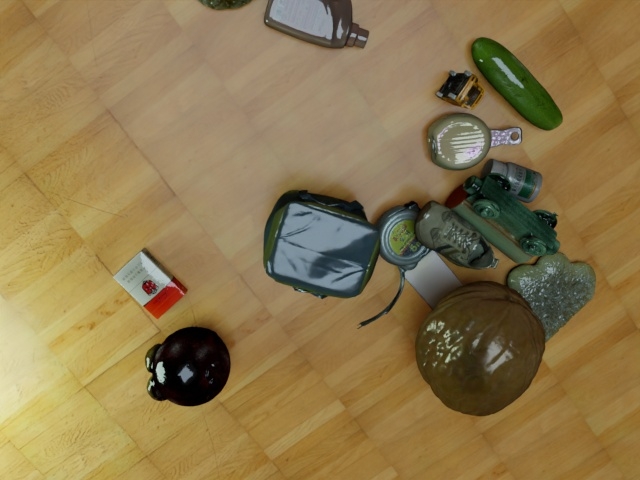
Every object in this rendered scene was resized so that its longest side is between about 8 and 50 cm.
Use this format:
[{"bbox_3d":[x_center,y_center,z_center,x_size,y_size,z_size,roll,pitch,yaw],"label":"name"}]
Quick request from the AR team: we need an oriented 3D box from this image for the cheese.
[{"bbox_3d":[0.370,-0.240,1.580,0.227,0.064,0.137,-6,107,-1],"label":"cheese"}]

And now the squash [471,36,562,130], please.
[{"bbox_3d":[0.462,-0.361,1.547,0.292,0.082,0.082,42,97,-12],"label":"squash"}]

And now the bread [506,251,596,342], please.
[{"bbox_3d":[0.560,0.145,1.689,0.207,0.056,0.286,38,97,-13],"label":"bread"}]

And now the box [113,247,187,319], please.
[{"bbox_3d":[-0.417,0.106,1.625,0.100,0.048,0.152,-41,104,8],"label":"box"}]

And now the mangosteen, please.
[{"bbox_3d":[-0.320,0.304,1.608,0.210,0.210,0.210,-1,103,-3],"label":"mangosteen"}]

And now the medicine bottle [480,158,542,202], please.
[{"bbox_3d":[0.460,-0.147,1.598,0.130,0.080,0.080,18,101,-8],"label":"medicine bottle"}]

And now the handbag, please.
[{"bbox_3d":[0.000,0.000,1.524,0.263,0.241,0.222,11,102,-7],"label":"handbag"}]

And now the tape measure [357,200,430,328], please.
[{"bbox_3d":[0.158,0.056,1.621,0.164,0.084,0.330,38,94,-9],"label":"tape measure"}]

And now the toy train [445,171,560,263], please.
[{"bbox_3d":[0.433,-0.047,1.584,0.285,0.177,0.116,35,63,-15],"label":"toy train"}]

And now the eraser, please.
[{"bbox_3d":[0.289,0.103,1.677,0.104,0.023,0.150,-40,103,6],"label":"eraser"}]

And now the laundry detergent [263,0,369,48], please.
[{"bbox_3d":[0.004,-0.527,1.484,0.237,0.076,0.171,15,102,-7],"label":"laundry detergent"}]

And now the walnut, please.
[{"bbox_3d":[0.375,0.256,1.571,0.333,0.333,0.333,-1,103,-3],"label":"walnut"}]

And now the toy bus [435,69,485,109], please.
[{"bbox_3d":[0.321,-0.339,1.504,0.074,0.162,0.069,31,100,-13],"label":"toy bus"}]

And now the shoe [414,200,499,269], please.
[{"bbox_3d":[0.323,-0.004,1.560,0.275,0.098,0.103,29,88,-40],"label":"shoe"}]

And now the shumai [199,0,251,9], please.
[{"bbox_3d":[-0.203,-0.587,1.425,0.184,0.142,0.184,-1,100,-5],"label":"shumai"}]
